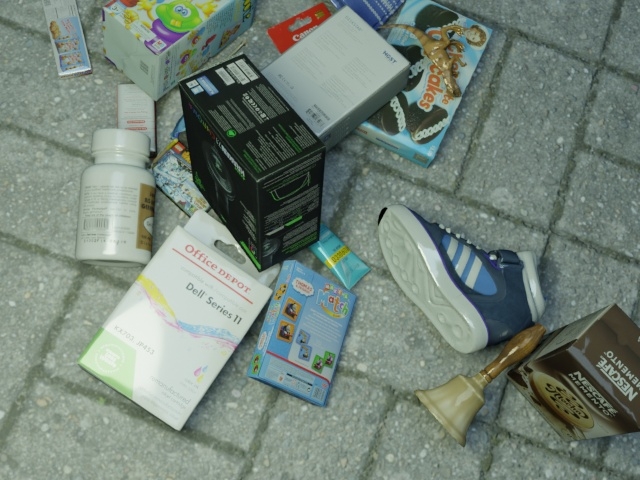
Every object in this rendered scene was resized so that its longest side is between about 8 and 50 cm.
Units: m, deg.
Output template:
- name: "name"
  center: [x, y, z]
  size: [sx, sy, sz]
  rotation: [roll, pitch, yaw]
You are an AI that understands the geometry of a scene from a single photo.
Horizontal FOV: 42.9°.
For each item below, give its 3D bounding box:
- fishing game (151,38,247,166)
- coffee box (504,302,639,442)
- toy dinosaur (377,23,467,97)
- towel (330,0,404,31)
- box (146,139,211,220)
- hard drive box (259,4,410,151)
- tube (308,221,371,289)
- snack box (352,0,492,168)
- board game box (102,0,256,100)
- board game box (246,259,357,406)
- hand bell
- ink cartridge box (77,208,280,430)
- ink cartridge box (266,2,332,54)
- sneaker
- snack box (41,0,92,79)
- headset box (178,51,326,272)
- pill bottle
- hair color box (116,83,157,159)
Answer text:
- name: "fishing game"
  center: [-0.213, -0.253, 1.498]
  size: [0.041, 0.189, 0.264]
  rotation: [37, 59, -17]
- name: "coffee box"
  center: [0.447, 0.230, 1.363]
  size: [0.119, 0.297, 0.168]
  rotation: [-39, 81, -16]
- name: "toy dinosaur"
  center: [0.221, -0.376, 1.580]
  size: [0.112, 0.064, 0.211]
  rotation: [-34, 80, -14]
- name: "towel"
  center: [0.117, -0.608, 1.680]
  size: [0.243, 0.040, 0.336]
  rotation: [46, 71, -14]
- name: "box"
  center: [-0.250, -0.111, 1.528]
  size: [0.137, 0.027, 0.094]
  rotation: [43, 74, 7]
- name: "hard drive box"
  center: [0.024, -0.300, 1.531]
  size: [0.232, 0.089, 0.181]
  rotation: [-40, 74, -12]
- name: "tube"
  center: [0.000, 0.000, 1.511]
  size: [0.207, 0.052, 0.080]
  rotation: [45, 49, 6]
- name: "snack box"
  center: [0.197, -0.323, 1.627]
  size: [0.187, 0.060, 0.322]
  rotation: [26, 72, 1]
- name: "board game box"
  center: [-0.261, -0.421, 1.538]
  size: [0.142, 0.144, 0.275]
  rotation: [41, 62, 7]
- name: "board game box"
  center: [-0.028, 0.163, 1.422]
  size: [0.160, 0.039, 0.212]
  rotation: [31, 68, -35]
- name: "hand bell"
  center: [0.292, 0.228, 1.403]
  size: [0.242, 0.126, 0.126]
  rotation: [-42, 81, 0]
- name: "ink cartridge box"
  center: [-0.227, 0.121, 1.401]
  size: [0.207, 0.119, 0.354]
  rotation: [34, 72, -4]
- name: "ink cartridge box"
  center: [-0.002, -0.391, 1.634]
  size: [0.145, 0.045, 0.179]
  rotation: [-30, 81, -15]
- name: "sneaker"
  center: [0.276, 0.043, 1.508]
  size: [0.236, 0.130, 0.323]
  rotation: [-20, 64, -29]
- name: "snack box"
  center: [-0.495, -0.402, 1.591]
  size: [0.064, 0.022, 0.178]
  rotation: [-14, 75, -11]
- name: "headset box"
  center: [-0.115, -0.121, 1.378]
  size: [0.131, 0.283, 0.246]
  rotation: [-29, 63, -20]
- name: "pill bottle"
  center: [-0.357, -0.073, 1.434]
  size: [0.131, 0.131, 0.229]
  rotation: [3, 82, -6]
- name: "hair color box"
  center: [-0.347, -0.224, 1.543]
  size: [0.071, 0.043, 0.141]
  rotation: [-2, 72, -7]
